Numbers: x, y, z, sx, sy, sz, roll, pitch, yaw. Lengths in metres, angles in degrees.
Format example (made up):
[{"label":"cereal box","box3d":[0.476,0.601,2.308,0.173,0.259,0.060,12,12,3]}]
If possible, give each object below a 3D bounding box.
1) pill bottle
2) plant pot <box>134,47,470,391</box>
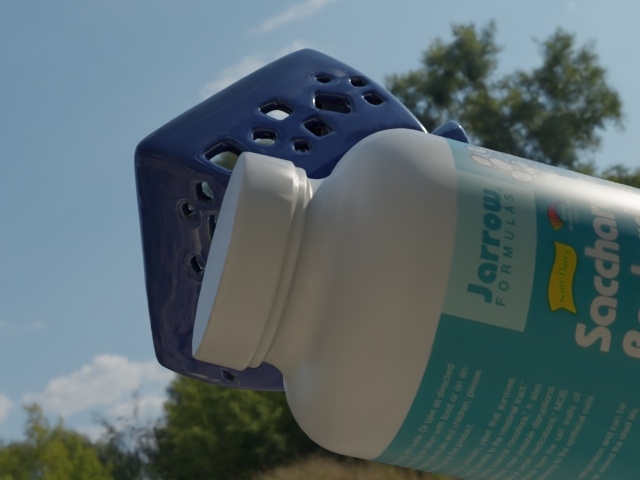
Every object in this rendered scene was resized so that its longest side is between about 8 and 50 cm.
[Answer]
[{"label":"pill bottle","box3d":[0.081,0.036,0.490,0.264,0.146,0.146,13,-28,-10]},{"label":"plant pot","box3d":[0.000,0.000,0.941,0.236,0.212,0.236,-37,-42,-41]}]
